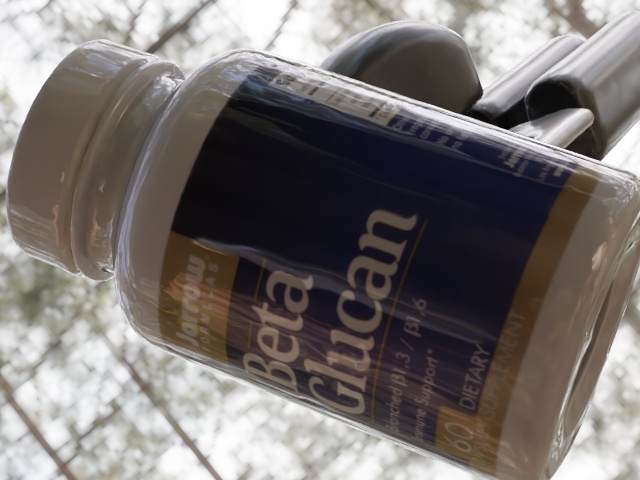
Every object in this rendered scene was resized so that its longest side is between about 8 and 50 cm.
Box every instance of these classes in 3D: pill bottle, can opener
[{"bbox_3d":[0.000,0.000,0.481,0.094,0.169,0.094,20,-90,-74],"label":"pill bottle"},{"bbox_3d":[0.086,-0.062,0.712,0.074,0.093,0.280,-15,7,29],"label":"can opener"}]
